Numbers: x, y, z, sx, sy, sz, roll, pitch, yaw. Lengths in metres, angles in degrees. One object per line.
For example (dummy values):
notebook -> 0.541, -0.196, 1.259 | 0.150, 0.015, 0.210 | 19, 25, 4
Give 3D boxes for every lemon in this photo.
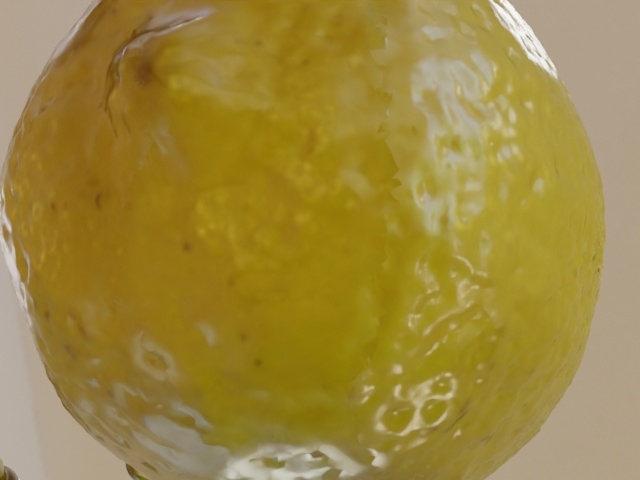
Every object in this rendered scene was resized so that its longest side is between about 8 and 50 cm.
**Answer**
lemon -> 0.000, 0.000, 0.579 | 0.253, 0.310, 0.253 | -7, -118, 13

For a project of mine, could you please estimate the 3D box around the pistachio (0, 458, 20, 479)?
pistachio -> -0.365, 0.241, 1.186 | 0.215, 0.144, 0.144 | -29, -124, 14

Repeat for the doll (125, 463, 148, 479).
doll -> -0.065, 0.061, 0.823 | 0.207, 0.081, 0.129 | -51, -145, 25
